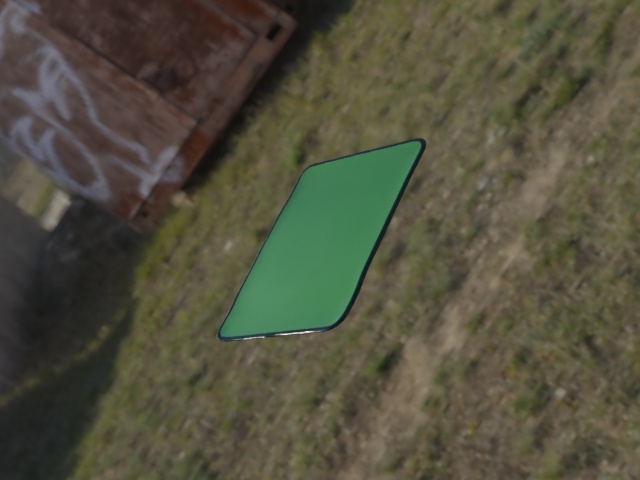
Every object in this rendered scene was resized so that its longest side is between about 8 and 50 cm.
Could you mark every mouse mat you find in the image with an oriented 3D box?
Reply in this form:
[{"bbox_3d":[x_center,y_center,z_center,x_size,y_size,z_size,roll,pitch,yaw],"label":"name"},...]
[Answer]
[{"bbox_3d":[0.000,0.000,1.003,0.153,0.007,0.189,-10,46,48],"label":"mouse mat"}]
